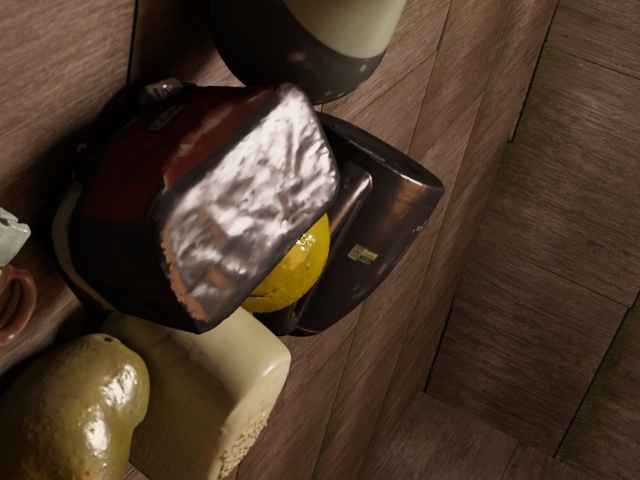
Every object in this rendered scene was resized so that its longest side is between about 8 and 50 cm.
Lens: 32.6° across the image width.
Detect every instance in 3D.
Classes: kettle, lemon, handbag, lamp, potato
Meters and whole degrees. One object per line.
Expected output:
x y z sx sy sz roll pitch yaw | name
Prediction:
0.000 0.000 1.435 0.290 0.207 0.268 -58 173 12 | kettle
-0.073 -0.007 1.224 0.173 0.173 0.206 -62 171 -10 | lemon
-0.124 -0.043 0.998 0.254 0.181 0.181 -50 130 -34 | handbag
0.012 -0.261 1.011 0.182 0.182 0.314 -46 174 -49 | lamp
-0.235 0.179 1.037 0.194 0.157 0.157 -60 164 -23 | potato

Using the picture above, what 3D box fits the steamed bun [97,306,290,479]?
-0.143 0.149 1.181 0.155 0.200 0.250 -39 164 -49 | steamed bun

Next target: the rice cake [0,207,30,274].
-0.296 0.013 0.734 0.124 0.038 0.211 -58 157 -1 | rice cake

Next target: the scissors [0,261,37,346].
-0.271 0.007 0.870 0.118 0.030 0.242 -46 157 -46 | scissors
